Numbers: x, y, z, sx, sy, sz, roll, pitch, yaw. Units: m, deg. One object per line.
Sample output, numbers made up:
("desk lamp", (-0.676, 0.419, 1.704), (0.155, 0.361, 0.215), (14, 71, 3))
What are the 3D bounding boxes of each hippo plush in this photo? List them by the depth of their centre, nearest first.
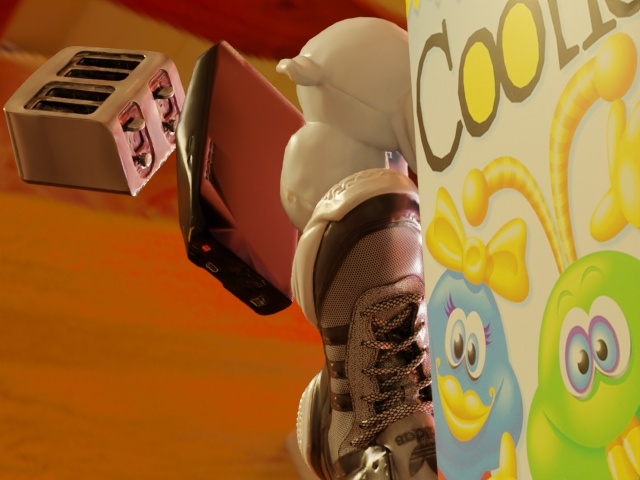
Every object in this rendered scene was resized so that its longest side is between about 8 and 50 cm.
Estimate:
("hippo plush", (0.076, -0.077, 1.137), (0.236, 0.294, 0.234), (16, 15, 14))

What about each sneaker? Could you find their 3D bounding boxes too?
("sneaker", (0.052, 0.092, 1.002), (0.101, 0.268, 0.153), (-12, 39, -19))

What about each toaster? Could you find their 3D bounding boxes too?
("toaster", (-0.265, -0.141, 1.803), (0.185, 0.110, 0.168), (7, 37, 22))

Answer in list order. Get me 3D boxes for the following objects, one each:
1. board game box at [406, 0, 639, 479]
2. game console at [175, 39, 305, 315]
("board game box", (0.121, -0.001, 0.457), (0.142, 0.144, 0.275), (1, 79, -24))
("game console", (0.000, 0.000, 1.357), (0.361, 0.044, 0.213), (41, 38, -38))
